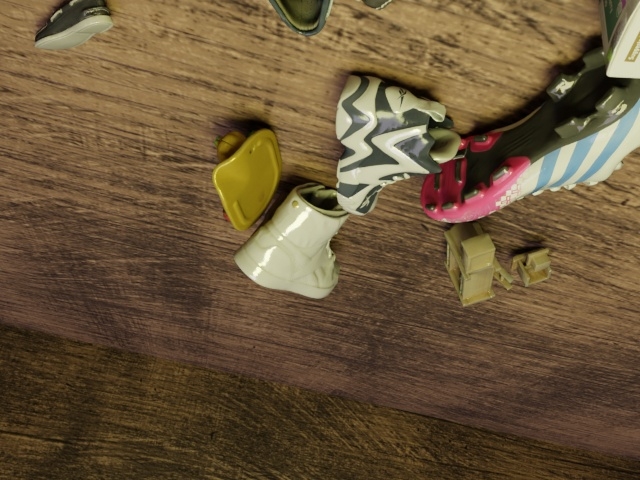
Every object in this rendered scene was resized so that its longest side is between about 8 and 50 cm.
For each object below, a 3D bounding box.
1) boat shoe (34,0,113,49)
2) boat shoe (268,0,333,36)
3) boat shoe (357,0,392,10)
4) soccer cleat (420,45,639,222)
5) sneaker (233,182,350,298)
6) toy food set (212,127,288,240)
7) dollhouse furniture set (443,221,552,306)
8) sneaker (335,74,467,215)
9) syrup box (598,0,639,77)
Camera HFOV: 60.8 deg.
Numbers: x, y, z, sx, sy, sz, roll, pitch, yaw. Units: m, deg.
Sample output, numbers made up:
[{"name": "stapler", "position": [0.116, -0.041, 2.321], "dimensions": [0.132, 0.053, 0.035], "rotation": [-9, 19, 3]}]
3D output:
[{"name": "boat shoe", "position": [-0.286, -0.249, 0.623], "dimensions": [0.125, 0.038, 0.046], "rotation": [-5, -169, 37]}, {"name": "boat shoe", "position": [-0.027, -0.242, 0.411], "dimensions": [0.095, 0.079, 0.254], "rotation": [2, 174, 3]}, {"name": "boat shoe", "position": [0.112, -0.255, 0.425], "dimensions": [0.068, 0.081, 0.227], "rotation": [29, 145, -23]}, {"name": "soccer cleat", "position": [0.261, -0.090, 0.646], "dimensions": [0.143, 0.116, 0.331], "rotation": [18, 153, -25]}, {"name": "sneaker", "position": [0.000, 0.000, 0.895], "dimensions": [0.108, 0.169, 0.292], "rotation": [46, -168, 20]}, {"name": "toy food set", "position": [-0.117, -0.087, 0.792], "dimensions": [0.071, 0.128, 0.218], "rotation": [27, 160, 14]}, {"name": "dollhouse furniture set", "position": [0.288, 0.003, 0.874], "dimensions": [0.160, 0.101, 0.182], "rotation": [-18, 148, 1]}, {"name": "sneaker", "position": [0.104, -0.101, 0.700], "dimensions": [0.152, 0.094, 0.235], "rotation": [13, 143, 13]}, {"name": "syrup box", "position": [0.364, -0.193, 0.440], "dimensions": [0.236, 0.093, 0.096], "rotation": [5, 152, 10]}]
